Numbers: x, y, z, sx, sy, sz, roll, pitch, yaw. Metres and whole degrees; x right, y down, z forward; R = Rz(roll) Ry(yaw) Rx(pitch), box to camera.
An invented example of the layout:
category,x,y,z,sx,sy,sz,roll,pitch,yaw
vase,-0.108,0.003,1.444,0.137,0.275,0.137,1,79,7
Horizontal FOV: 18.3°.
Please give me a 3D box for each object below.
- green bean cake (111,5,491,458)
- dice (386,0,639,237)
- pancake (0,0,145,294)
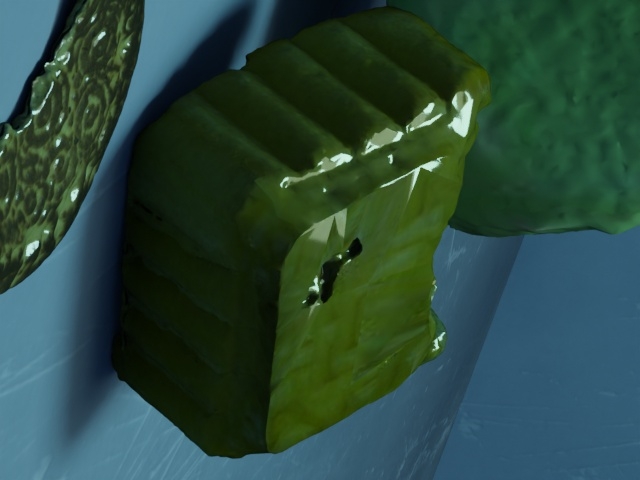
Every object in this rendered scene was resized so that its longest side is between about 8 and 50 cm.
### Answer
category,x,y,z,sx,sy,sz,roll,pitch,yaw
green bean cake,0.000,0.000,1.195,0.233,0.124,0.236,-29,142,-34
dice,0.217,-0.183,1.367,0.322,0.318,0.330,-38,118,-77
pancake,-0.128,-0.060,0.932,0.184,0.020,0.190,99,16,-50
